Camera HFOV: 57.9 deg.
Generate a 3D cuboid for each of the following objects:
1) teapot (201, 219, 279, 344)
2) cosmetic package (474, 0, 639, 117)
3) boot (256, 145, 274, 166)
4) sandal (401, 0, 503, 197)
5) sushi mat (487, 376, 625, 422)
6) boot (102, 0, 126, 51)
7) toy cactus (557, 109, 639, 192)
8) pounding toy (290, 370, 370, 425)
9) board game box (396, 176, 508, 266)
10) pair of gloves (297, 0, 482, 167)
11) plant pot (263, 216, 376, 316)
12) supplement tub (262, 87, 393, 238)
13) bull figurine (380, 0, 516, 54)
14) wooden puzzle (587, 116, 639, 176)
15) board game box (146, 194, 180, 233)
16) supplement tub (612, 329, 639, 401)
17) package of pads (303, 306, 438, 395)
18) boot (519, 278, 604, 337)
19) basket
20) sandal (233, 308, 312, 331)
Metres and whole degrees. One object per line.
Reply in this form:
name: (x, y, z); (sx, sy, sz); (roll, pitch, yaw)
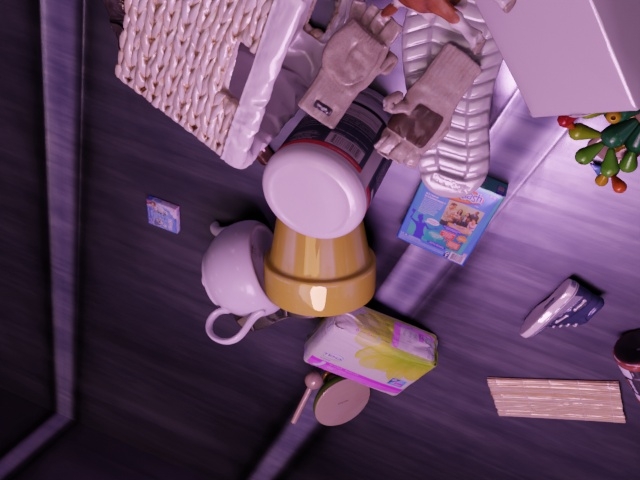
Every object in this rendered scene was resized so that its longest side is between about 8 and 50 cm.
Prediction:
teapot: (-0.204, 0.084, 1.404); (0.187, 0.256, 0.252); (-16, 103, 17)
cosmetic package: (0.318, -0.355, 0.767); (0.365, 0.155, 0.197); (52, 166, -24)
boot: (-0.114, -0.219, 1.255); (0.107, 0.037, 0.114); (25, 132, 1)
sandal: (0.220, -0.277, 0.973); (0.170, 0.102, 0.415); (6, 117, 11)
sushi mat: (0.592, 0.405, 1.467); (0.317, 0.019, 0.151); (-7, 127, 32)
boot: (-0.335, -0.468, 1.117); (0.263, 0.091, 0.228); (3, 136, 30)
toy cactus: (0.482, -0.175, 0.901); (0.219, 0.112, 0.180); (34, 121, -31)
pounding toy: (0.023, 0.447, 1.725); (0.237, 0.110, 0.182); (12, 111, -33)
board game box: (0.265, -0.058, 1.193); (0.160, 0.047, 0.210); (25, 136, 6)
pair of gloves: (0.110, -0.246, 0.930); (0.240, 0.042, 0.204); (27, 110, -4)
plant pot: (0.000, 0.000, 1.261); (0.254, 0.254, 0.238); (10, 117, 19)
supplement tub: (0.029, -0.151, 1.068); (0.191, 0.272, 0.191); (15, 134, 16)
bull figurine: (0.159, -0.356, 0.727); (0.188, 0.101, 0.310); (42, 171, 19)
wooden puzzle: (0.512, -0.163, 0.996); (0.078, 0.014, 0.116); (45, 134, -9)
board game box: (-0.423, -0.069, 1.558); (0.090, 0.020, 0.090); (19, 135, 9)
supplement tub: (0.714, 0.292, 1.238); (0.106, 0.106, 0.197); (-20, 117, 38)
package of pads: (0.129, 0.281, 1.498); (0.297, 0.101, 0.229); (22, 139, -11)
boot: (0.518, 0.168, 1.251); (0.086, 0.069, 0.190); (31, 135, 3)
basket: (-0.115, -0.359, 0.916); (0.267, 0.331, 0.328); (32, 136, 0)
sandal: (-0.092, 0.155, 1.539); (0.303, 0.086, 0.120); (-16, 101, 20)
